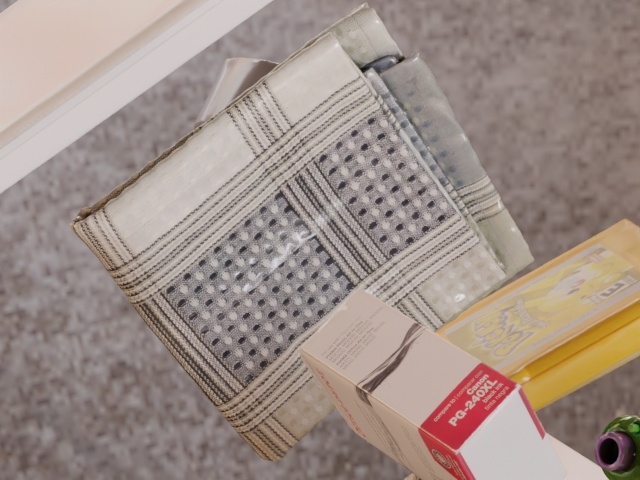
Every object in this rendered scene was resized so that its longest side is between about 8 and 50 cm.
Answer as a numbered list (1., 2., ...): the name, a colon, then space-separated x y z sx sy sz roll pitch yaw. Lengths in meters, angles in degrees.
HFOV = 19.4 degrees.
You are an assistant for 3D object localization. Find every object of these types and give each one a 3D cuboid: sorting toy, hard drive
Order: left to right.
1. hard drive: -0.164 -0.188 1.539 0.353 0.047 0.233 -33 32 17
2. sorting toy: 0.215 0.146 1.252 0.042 0.061 0.102 7 12 -40

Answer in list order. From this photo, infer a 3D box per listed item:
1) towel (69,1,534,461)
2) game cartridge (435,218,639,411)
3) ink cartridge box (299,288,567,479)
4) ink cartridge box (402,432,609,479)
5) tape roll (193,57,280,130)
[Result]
1. towel: 0.000 0.000 1.615 0.324 0.312 0.056 -38 27 -5
2. game cartridge: 0.202 0.094 1.823 0.324 0.052 0.285 -27 12 -1
3. ink cartridge box: 0.071 0.109 1.198 0.063 0.109 0.150 -46 47 -14
4. ink cartridge box: 0.127 0.252 1.417 0.172 0.237 0.100 33 43 -17
5. tape roll: -0.008 -0.093 1.781 0.219 0.219 0.072 18 78 32
